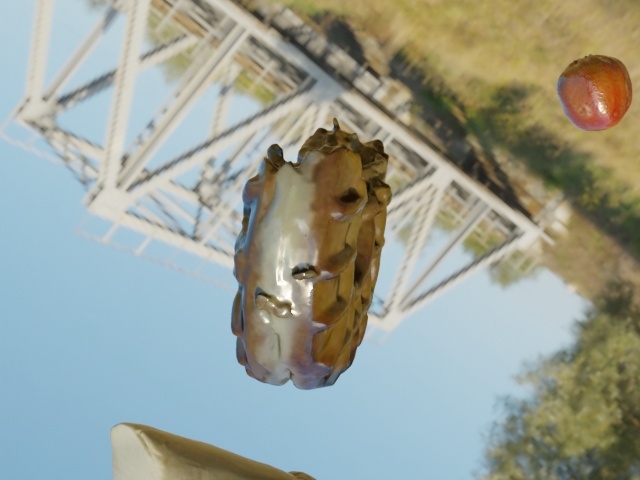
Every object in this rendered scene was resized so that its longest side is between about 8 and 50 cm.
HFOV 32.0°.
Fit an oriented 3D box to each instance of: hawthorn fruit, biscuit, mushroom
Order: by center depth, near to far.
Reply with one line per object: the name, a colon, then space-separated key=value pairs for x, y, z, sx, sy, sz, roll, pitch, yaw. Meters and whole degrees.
biscuit: x=-0.004 y=0.019 z=1.141 sx=0.115 sy=0.268 sz=0.366 roll=10 pitch=-169 yaw=10
mushroom: x=-0.150 y=0.388 z=1.677 sx=0.407 sy=0.138 sz=0.154 roll=26 pitch=-130 yaw=-41
hawthorn fruit: x=0.420 y=-0.227 z=1.705 sx=0.128 sy=0.128 sz=0.128 roll=39 pitch=-171 yaw=-8
